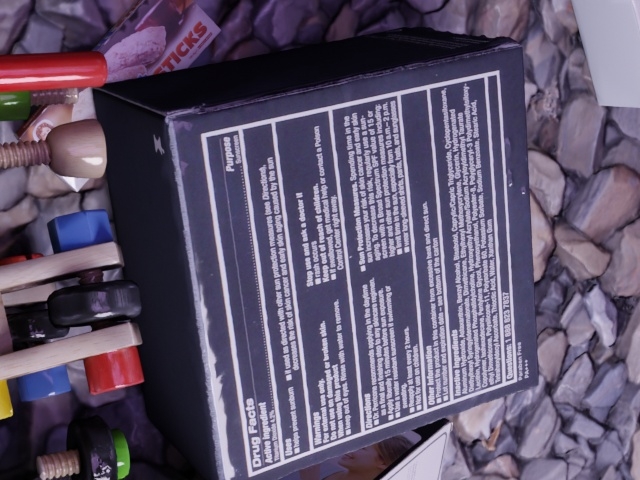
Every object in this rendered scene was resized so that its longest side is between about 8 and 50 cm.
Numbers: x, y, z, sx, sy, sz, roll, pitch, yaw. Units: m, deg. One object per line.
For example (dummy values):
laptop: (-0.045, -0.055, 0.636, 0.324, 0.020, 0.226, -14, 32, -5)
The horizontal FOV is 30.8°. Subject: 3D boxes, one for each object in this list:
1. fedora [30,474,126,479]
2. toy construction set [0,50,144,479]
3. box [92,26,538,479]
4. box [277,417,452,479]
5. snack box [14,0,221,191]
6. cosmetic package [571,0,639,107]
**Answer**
fedora: (-0.218, 0.293, 0.884, 0.275, 0.124, 0.244, 43, 61, -46)
toy construction set: (-0.258, 0.031, 0.760, 0.237, 0.257, 0.309, -6, 110, -27)
box: (0.000, 0.000, 0.930, 0.294, 0.182, 0.296, -15, 110, -26)
box: (-0.014, 0.253, 0.936, 0.290, 0.087, 0.169, -28, 134, -47)
snack box: (-0.160, -0.126, 0.925, 0.178, 0.022, 0.064, -51, 118, -12)
cosmetic package: (0.405, -0.333, 1.148, 0.377, 0.097, 0.284, -27, 108, -21)
